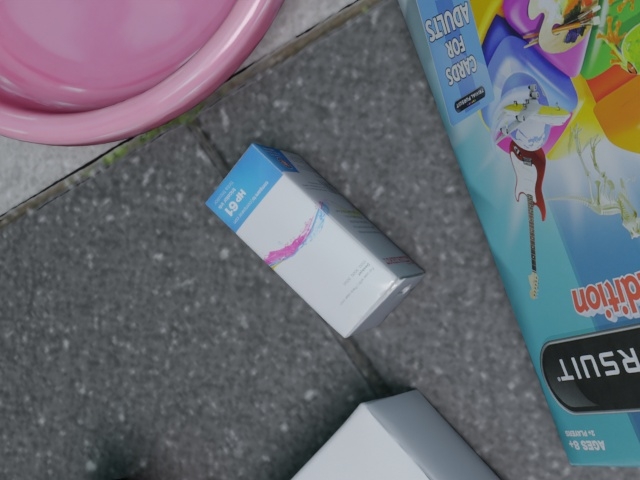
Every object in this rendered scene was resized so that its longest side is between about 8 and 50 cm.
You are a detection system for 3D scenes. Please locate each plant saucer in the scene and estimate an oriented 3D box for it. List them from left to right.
[{"bbox_3d":[-0.156,-0.228,0.616,0.332,0.084,0.332,0,89,18],"label":"plant saucer"}]

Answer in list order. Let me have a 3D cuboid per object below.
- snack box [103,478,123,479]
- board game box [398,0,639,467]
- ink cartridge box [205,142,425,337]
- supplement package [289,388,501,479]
[{"bbox_3d":[-0.128,0.207,0.578,0.037,0.141,0.100,-28,81,-11],"label":"snack box"},{"bbox_3d":[0.162,-0.063,0.429,0.079,0.254,0.336,-16,83,-23],"label":"board game box"},{"bbox_3d":[0.000,0.000,0.562,0.122,0.088,0.052,42,102,13],"label":"ink cartridge box"},{"bbox_3d":[0.019,0.192,0.544,0.179,0.105,0.105,-48,70,13],"label":"supplement package"}]
